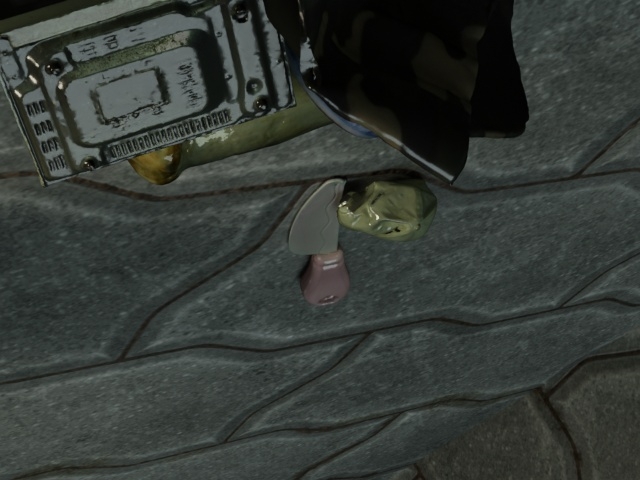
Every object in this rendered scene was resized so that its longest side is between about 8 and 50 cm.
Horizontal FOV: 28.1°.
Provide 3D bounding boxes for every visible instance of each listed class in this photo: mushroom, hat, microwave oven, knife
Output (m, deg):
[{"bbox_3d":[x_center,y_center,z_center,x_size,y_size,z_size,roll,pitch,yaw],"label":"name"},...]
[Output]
[{"bbox_3d":[-0.045,-0.130,1.200,0.312,0.081,0.100,-20,180,-25],"label":"mushroom"},{"bbox_3d":[0.091,-0.026,1.610,0.122,0.081,0.166,-32,164,-1],"label":"hat"},{"bbox_3d":[-0.135,-0.148,0.947,0.205,0.129,0.163,-19,133,-7],"label":"microwave oven"},{"bbox_3d":[0.076,-0.234,0.949,0.257,0.366,0.382,14,-176,0],"label":"hat"},{"bbox_3d":[-0.003,0.001,1.673,0.081,0.043,0.336,-13,153,-5],"label":"knife"}]

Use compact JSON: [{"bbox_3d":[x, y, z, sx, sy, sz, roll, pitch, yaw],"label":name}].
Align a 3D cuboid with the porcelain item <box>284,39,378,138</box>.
[{"bbox_3d":[0.051,-0.175,1.099,0.114,0.147,0.147,-33,157,29],"label":"porcelain item"}]
